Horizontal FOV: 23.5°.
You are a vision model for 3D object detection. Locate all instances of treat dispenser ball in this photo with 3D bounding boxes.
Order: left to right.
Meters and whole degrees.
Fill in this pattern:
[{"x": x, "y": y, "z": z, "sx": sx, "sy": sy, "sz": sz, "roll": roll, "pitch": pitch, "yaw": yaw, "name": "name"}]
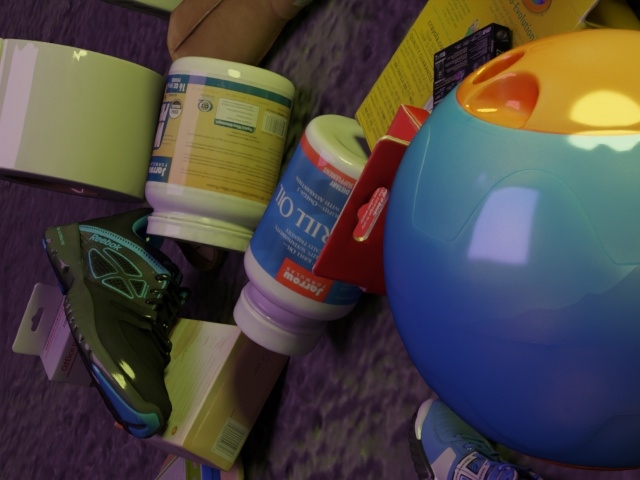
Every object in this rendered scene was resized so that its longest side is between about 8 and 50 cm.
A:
[{"x": 0.184, "y": 0.006, "z": 1.005, "sx": 0.288, "sy": 0.288, "sz": 0.288, "roll": -31, "pitch": 53, "yaw": 52, "name": "treat dispenser ball"}]

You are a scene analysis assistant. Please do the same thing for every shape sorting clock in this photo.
[{"x": -0.143, "y": 0.303, "z": 1.712, "sx": 0.206, "sy": 0.040, "sz": 0.206, "roll": -42, "pitch": 38, "yaw": 45, "name": "shape sorting clock"}]

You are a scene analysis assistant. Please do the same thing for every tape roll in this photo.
[{"x": -0.337, "y": -0.153, "z": 2.028, "sx": 0.246, "sy": 0.246, "sz": 0.169, "roll": 4, "pitch": 83, "yaw": 61, "name": "tape roll"}]

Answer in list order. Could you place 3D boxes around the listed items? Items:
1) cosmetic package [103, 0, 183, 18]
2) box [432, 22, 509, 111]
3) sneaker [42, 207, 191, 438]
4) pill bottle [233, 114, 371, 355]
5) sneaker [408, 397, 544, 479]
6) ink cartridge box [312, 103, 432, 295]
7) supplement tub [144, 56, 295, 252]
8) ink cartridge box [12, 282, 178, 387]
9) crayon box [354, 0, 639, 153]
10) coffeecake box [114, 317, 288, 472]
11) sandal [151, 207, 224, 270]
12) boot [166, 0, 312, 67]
[{"x": -0.215, "y": -0.390, "z": 2.000, "sx": 0.151, "sy": 0.151, "sz": 0.184, "roll": 18, "pitch": 94, "yaw": 61, "name": "cosmetic package"}, {"x": 0.124, "y": -0.135, "z": 1.275, "sx": 0.083, "sy": 0.018, "sz": 0.067, "roll": -23, "pitch": 60, "yaw": 55, "name": "box"}, {"x": -0.209, "y": 0.073, "z": 1.694, "sx": 0.341, "sy": 0.139, "sz": 0.125, "roll": -118, "pitch": 11, "yaw": -47, "name": "sneaker"}, {"x": 0.000, "y": 0.000, "z": 1.498, "sx": 0.221, "sy": 0.124, "sz": 0.124, "roll": -64, "pitch": 32, "yaw": 24, "name": "pill bottle"}, {"x": 0.141, "y": 0.202, "z": 1.231, "sx": 0.081, "sy": 0.080, "sz": 0.211, "roll": -54, "pitch": 46, "yaw": 25, "name": "sneaker"}, {"x": 0.105, "y": -0.021, "z": 1.212, "sx": 0.134, "sy": 0.231, "sz": 0.078, "roll": -63, "pitch": 32, "yaw": 23, "name": "ink cartridge box"}, {"x": -0.115, "y": -0.093, "z": 1.714, "sx": 0.144, "sy": 0.144, "sz": 0.200, "roll": 5, "pitch": 83, "yaw": 61, "name": "supplement tub"}, {"x": -0.270, "y": 0.121, "z": 1.864, "sx": 0.104, "sy": 0.180, "sz": 0.060, "roll": -67, "pitch": 31, "yaw": 19, "name": "ink cartridge box"}, {"x": 0.161, "y": -0.153, "z": 1.320, "sx": 0.318, "sy": 0.081, "sz": 0.202, "roll": -56, "pitch": 36, "yaw": 34, "name": "crayon box"}, {"x": -0.133, "y": 0.164, "z": 1.682, "sx": 0.185, "sy": 0.068, "sz": 0.142, "roll": 2, "pitch": 62, "yaw": 61, "name": "coffeecake box"}, {"x": -0.157, "y": -0.029, "z": 1.871, "sx": 0.180, "sy": 0.049, "sz": 0.072, "roll": 51, "pitch": 130, "yaw": 37, "name": "sandal"}, {"x": -0.108, "y": -0.318, "z": 1.797, "sx": 0.269, "sy": 0.089, "sz": 0.236, "roll": -37, "pitch": 69, "yaw": 49, "name": "boot"}]
